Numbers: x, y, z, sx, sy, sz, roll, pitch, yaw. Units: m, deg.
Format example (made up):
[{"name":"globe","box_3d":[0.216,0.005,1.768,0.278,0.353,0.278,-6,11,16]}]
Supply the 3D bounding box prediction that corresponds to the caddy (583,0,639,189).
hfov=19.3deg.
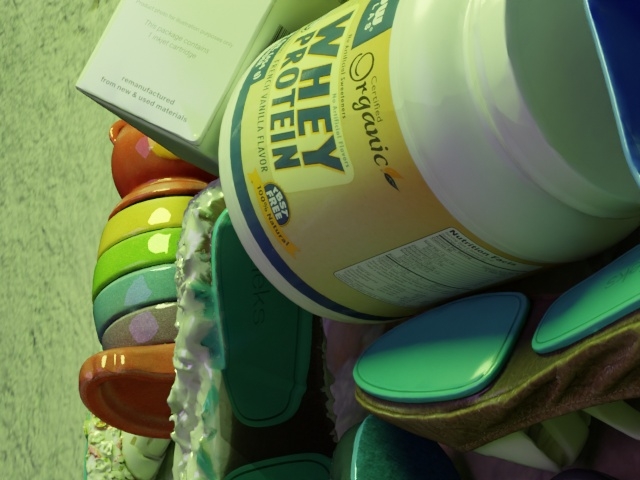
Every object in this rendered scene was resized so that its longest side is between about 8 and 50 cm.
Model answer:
[{"name":"caddy","box_3d":[0.258,-0.146,1.015,0.241,0.179,0.341,-45,39,38]}]

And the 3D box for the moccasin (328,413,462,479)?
[{"name":"moccasin","box_3d":[0.047,0.281,1.280,0.117,0.138,0.342,-45,39,39]}]

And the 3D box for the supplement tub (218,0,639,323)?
[{"name":"supplement tub","box_3d":[0.099,-0.079,1.292,0.316,0.228,0.228,-23,56,52]}]

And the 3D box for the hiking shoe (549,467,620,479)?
[{"name":"hiking shoe","box_3d":[0.165,0.225,1.140,0.086,0.114,0.227,-50,37,31]}]

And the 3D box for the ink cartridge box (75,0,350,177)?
[{"name":"ink cartridge box","box_3d":[-0.035,-0.203,1.507,0.129,0.223,0.307,27,87,22]}]

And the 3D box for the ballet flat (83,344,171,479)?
[{"name":"ballet flat","box_3d":[-0.170,0.149,1.751,0.077,0.091,0.241,-8,70,32]}]

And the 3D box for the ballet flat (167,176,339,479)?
[{"name":"ballet flat","box_3d":[-0.057,0.147,1.463,0.147,0.147,0.409,8,98,59]}]

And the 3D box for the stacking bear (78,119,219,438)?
[{"name":"stacking bear","box_3d":[-0.126,0.013,1.654,0.164,0.175,0.289,97,169,-63]}]

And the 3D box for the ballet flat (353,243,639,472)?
[{"name":"ballet flat","box_3d":[0.161,0.085,1.215,0.342,0.124,0.116,-25,24,47]}]
